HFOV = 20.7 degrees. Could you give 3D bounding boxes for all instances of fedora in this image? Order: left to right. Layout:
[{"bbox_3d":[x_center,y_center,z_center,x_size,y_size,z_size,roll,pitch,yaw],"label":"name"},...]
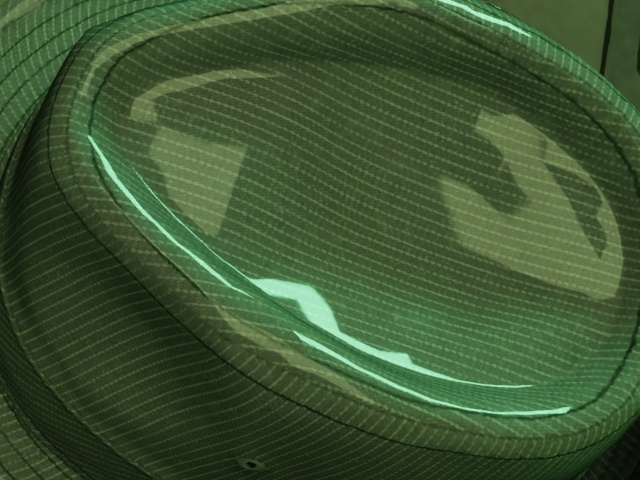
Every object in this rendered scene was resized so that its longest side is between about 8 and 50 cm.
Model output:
[{"bbox_3d":[0.000,0.000,0.536,0.275,0.124,0.243,25,71,-4],"label":"fedora"}]
